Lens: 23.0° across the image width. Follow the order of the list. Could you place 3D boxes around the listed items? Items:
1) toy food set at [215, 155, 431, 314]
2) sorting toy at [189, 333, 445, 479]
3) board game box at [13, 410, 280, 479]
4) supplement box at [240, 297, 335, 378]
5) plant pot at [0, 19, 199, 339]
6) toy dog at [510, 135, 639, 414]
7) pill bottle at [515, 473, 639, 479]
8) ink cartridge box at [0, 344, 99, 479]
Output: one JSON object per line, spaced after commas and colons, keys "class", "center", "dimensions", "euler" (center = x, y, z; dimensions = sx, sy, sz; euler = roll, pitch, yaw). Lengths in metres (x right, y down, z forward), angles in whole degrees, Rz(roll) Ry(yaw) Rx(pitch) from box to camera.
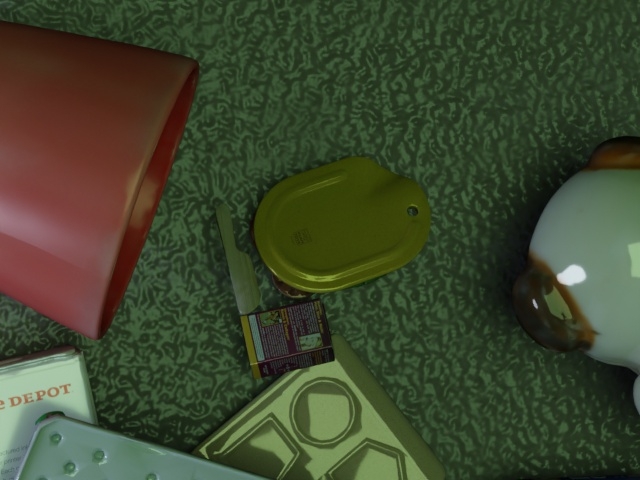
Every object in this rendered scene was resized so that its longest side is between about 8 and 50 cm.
{"class": "toy food set", "center": [0.000, 0.000, 1.553], "dimensions": [0.218, 0.071, 0.128], "euler": [-18, 71, -15]}
{"class": "sorting toy", "center": [-0.004, 0.227, 1.568], "dimensions": [0.208, 0.038, 0.193], "euler": [-40, 99, -15]}
{"class": "board game box", "center": [-0.151, 0.380, 1.456], "dimensions": [0.390, 0.050, 0.390], "euler": [20, 98, -22]}
{"class": "supplement box", "center": [-0.032, 0.096, 1.537], "dimensions": [0.083, 0.043, 0.055], "euler": [-12, 65, -2]}
{"class": "plant pot", "center": [-0.263, -0.076, 1.395], "dimensions": [0.243, 0.275, 0.275], "euler": [20, 86, -2]}
{"class": "toy dog", "center": [0.382, 0.082, 1.495], "dimensions": [0.408, 0.395, 0.284], "euler": [29, 93, 23]}
{"class": "pill bottle", "center": [0.248, 0.300, 1.581], "dimensions": [0.219, 0.123, 0.123], "euler": [0, 91, -14]}
{"class": "ink cartridge box", "center": [-0.281, 0.219, 1.469], "dimensions": [0.158, 0.092, 0.218], "euler": [-12, 96, -15]}
